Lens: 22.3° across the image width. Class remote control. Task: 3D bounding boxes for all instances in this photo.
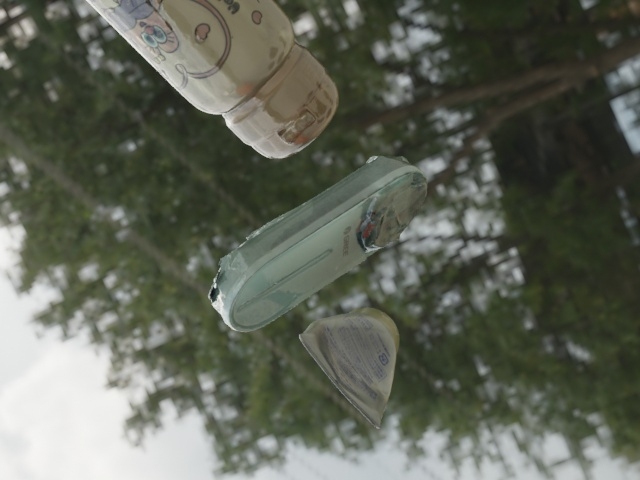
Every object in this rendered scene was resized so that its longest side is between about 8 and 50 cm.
[{"bbox_3d":[0.000,0.000,1.534,0.052,0.247,0.104,44,152,27],"label":"remote control"}]

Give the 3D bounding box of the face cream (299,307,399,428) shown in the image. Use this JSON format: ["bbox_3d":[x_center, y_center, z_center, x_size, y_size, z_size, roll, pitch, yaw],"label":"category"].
[{"bbox_3d":[0.030,0.119,1.607,0.114,0.070,0.224,49,-167,0],"label":"face cream"}]

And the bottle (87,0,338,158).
[{"bbox_3d":[-0.077,-0.151,1.173,0.209,0.097,0.110,45,-170,-19],"label":"bottle"}]
